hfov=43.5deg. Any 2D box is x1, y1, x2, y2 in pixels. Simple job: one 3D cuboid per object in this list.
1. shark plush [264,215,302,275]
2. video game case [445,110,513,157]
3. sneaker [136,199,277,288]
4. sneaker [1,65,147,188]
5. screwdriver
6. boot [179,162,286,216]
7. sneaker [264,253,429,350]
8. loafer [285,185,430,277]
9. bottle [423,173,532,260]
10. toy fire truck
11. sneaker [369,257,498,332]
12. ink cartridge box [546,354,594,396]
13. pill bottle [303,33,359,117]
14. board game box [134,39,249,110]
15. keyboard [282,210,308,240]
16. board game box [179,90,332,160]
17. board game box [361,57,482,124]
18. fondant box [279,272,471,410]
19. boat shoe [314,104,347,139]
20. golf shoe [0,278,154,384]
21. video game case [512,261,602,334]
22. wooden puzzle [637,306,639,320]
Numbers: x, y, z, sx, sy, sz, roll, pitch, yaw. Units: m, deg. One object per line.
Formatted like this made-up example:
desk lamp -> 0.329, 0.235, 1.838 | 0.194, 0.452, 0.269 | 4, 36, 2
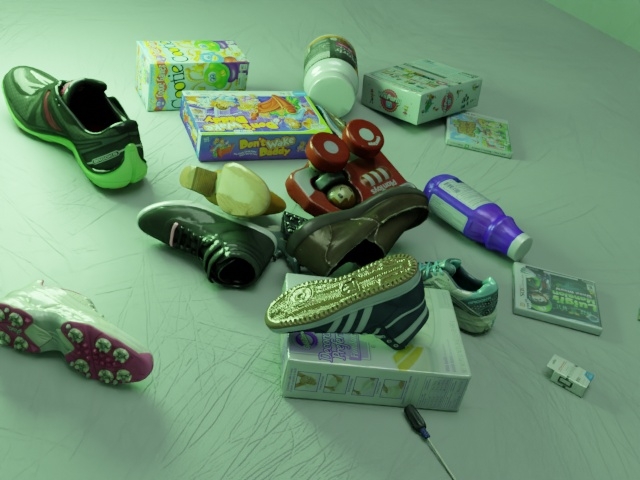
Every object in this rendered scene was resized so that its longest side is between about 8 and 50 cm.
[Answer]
shark plush -> -0.075, 0.026, 1.718 | 0.067, 0.073, 0.161 | -24, 62, -8
video game case -> 0.464, -0.320, 2.357 | 0.193, 0.023, 0.212 | 12, 36, 0
sneaker -> -0.238, 0.009, 1.620 | 0.295, 0.105, 0.147 | 15, 30, -4
sneaker -> -0.566, -0.308, 1.874 | 0.483, 0.202, 0.185 | 33, 40, 26
screwdriver -> 0.191, 0.345, 1.360 | 0.024, 0.025, 0.170 | -9, 40, -27
boot -> -0.140, -0.094, 1.700 | 0.295, 0.104, 0.211 | 18, 1, 45
sneaker -> 0.055, 0.135, 1.401 | 0.282, 0.153, 0.099 | -19, 40, 8
loafer -> 0.099, -0.003, 1.680 | 0.366, 0.134, 0.130 | -22, 66, -32
bottle -> 0.373, -0.055, 1.903 | 0.118, 0.092, 0.283 | -12, 42, -45
toy fire truck -> 0.079, -0.124, 1.874 | 0.302, 0.169, 0.254 | -27, 69, -40
sneaker -> 0.237, 0.077, 1.654 | 0.283, 0.122, 0.110 | 20, 36, 16
ink cartridge box -> 0.481, 0.262, 1.558 | 0.083, 0.028, 0.048 | 30, 39, 22
pill bottle -> 0.031, -0.472, 2.316 | 0.162, 0.162, 0.278 | 8, 36, -7
board game box -> -0.353, -0.453, 2.188 | 0.275, 0.144, 0.142 | -7, 40, -24
keyboard -> 0.000, 0.000, 1.719 | 0.180, 0.023, 0.108 | 19, 46, -26
board game box -> -0.171, -0.303, 2.094 | 0.347, 0.078, 0.233 | -4, 39, -22
board game box -> 0.304, -0.452, 2.405 | 0.303, 0.097, 0.224 | -22, 39, -40
fondant box -> 0.092, 0.185, 1.490 | 0.330, 0.096, 0.238 | 6, 36, -8
boat shoe -> 0.036, -0.301, 2.175 | 0.066, 0.066, 0.183 | -7, 49, -32
golf shoe -> -0.412, 0.145, 1.381 | 0.306, 0.115, 0.140 | 20, 33, 9
video game case -> 0.518, 0.124, 1.765 | 0.190, 0.022, 0.173 | 15, 36, 3
wooden puzzle -> 0.731, 0.171, 1.778 | 0.049, 0.006, 0.083 | 22, 37, 13
